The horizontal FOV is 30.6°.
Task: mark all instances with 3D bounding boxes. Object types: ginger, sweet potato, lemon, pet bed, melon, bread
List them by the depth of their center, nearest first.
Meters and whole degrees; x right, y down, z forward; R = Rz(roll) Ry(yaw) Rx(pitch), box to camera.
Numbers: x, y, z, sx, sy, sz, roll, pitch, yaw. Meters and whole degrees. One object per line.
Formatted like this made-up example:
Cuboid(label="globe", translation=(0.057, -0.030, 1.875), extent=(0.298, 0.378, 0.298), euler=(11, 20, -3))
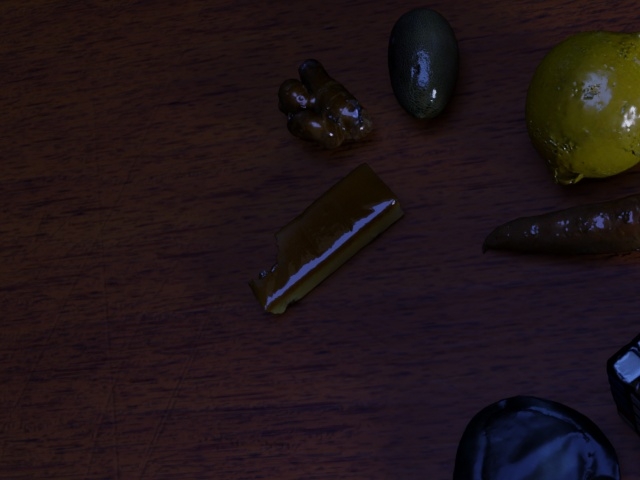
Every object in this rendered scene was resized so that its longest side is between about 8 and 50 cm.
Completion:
Cuboid(label="pet bed", translation=(0.245, 0.274, 1.334), extent=(0.201, 0.053, 0.201), euler=(-8, 63, 16))
Cuboid(label="sweet potato", translation=(0.343, -0.012, 1.420), extent=(0.314, 0.066, 0.072), euler=(-13, 67, 24))
Cuboid(label="lemon", translation=(0.337, -0.163, 1.440), extent=(0.173, 0.173, 0.206), euler=(22, 94, 26))
Cuboid(label="bread", translation=(0.000, 0.000, 1.547), extent=(0.226, 0.049, 0.088), euler=(-38, 60, 0))
Cuboid(label="melon", translation=(0.139, -0.238, 1.581), extent=(0.099, 0.099, 0.162), euler=(-9, 64, 15))
Cuboid(label="ginger", translation=(-0.006, -0.178, 1.622), extent=(0.103, 0.073, 0.162), euler=(-30, 53, -12))

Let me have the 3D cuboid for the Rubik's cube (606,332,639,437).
Cuboid(label="Rubik's cube", translation=(0.435, 0.163, 1.245), extent=(0.187, 0.184, 0.182), euler=(-41, 61, -1))
